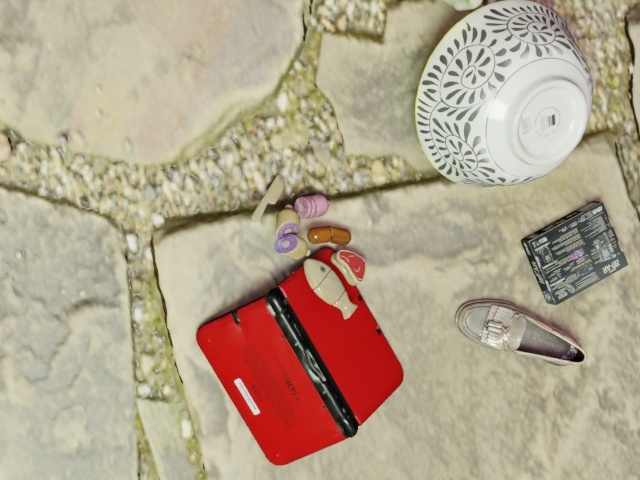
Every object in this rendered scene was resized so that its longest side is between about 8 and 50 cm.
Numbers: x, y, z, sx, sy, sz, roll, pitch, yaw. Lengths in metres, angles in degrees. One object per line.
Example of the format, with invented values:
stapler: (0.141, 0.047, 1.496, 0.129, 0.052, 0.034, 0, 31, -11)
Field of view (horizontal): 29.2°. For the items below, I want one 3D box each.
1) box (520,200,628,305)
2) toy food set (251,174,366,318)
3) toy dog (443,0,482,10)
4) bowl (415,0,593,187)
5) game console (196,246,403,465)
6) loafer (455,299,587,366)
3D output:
box: (0.233, 0.011, 1.124, 0.083, 0.018, 0.067, -28, 101, -13)
toy food set: (0.000, 0.000, 1.038, 0.122, 0.019, 0.078, 44, 48, -17)
toy dog: (0.192, -0.441, 0.975, 0.408, 0.284, 0.395, -40, 86, -11)
bowl: (0.172, -0.111, 1.036, 0.170, 0.080, 0.170, -12, 117, -23)
game console: (-0.016, 0.100, 1.060, 0.124, 0.085, 0.144, -26, 102, 18)
loafer: (0.183, 0.084, 1.103, 0.125, 0.039, 0.045, 19, 89, -17)
